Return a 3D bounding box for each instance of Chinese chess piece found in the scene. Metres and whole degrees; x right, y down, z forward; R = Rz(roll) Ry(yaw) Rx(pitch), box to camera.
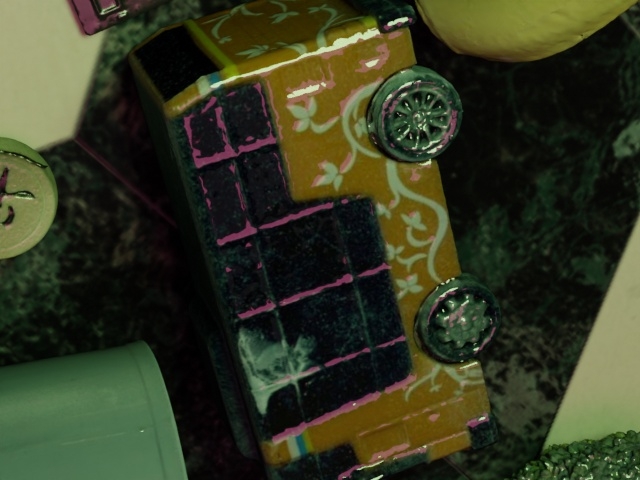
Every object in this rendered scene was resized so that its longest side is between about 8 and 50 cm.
[{"bbox_3d":[-0.217,-0.028,1.101,0.084,0.034,0.084,-7,114,-15],"label":"Chinese chess piece"}]

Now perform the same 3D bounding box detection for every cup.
[{"bbox_3d":[-0.255,0.221,1.101,0.311,0.331,0.257,-8,80,-14],"label":"cup"}]

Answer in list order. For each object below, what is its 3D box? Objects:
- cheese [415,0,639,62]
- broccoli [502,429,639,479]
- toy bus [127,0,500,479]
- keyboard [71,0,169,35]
[{"bbox_3d":[0.153,-0.260,0.948,0.128,0.316,0.260,-20,86,-52],"label":"cheese"},{"bbox_3d":[0.229,0.249,1.296,0.226,0.198,0.176,-21,157,21],"label":"broccoli"},{"bbox_3d":[0.000,0.000,1.119,0.194,0.162,0.323,-18,114,-10],"label":"toy bus"},{"bbox_3d":[-0.073,-0.202,1.091,0.204,0.013,0.061,-25,117,-7],"label":"keyboard"}]
